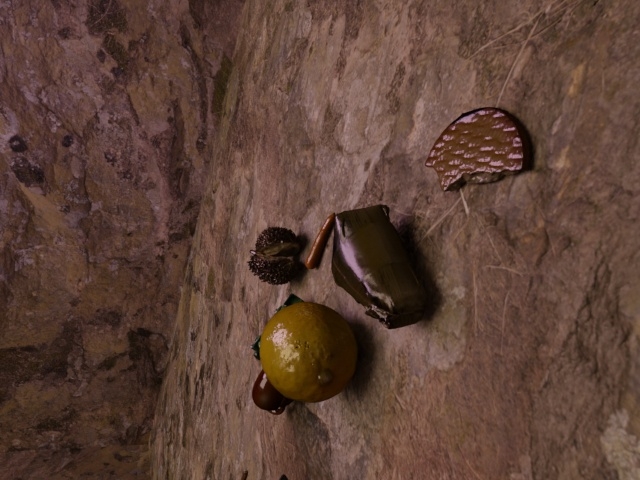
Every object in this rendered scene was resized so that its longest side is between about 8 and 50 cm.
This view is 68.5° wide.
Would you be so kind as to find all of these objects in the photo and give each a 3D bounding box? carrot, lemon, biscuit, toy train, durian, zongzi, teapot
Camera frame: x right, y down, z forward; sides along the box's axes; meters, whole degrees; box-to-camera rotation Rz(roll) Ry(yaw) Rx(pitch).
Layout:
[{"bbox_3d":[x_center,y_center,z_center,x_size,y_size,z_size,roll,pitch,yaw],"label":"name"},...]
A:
[{"bbox_3d":[0.000,0.000,1.350,0.190,0.037,0.037,-68,29,22],"label":"carrot"},{"bbox_3d":[-0.029,0.260,1.113,0.263,0.236,0.235,31,111,44],"label":"lemon"},{"bbox_3d":[0.281,-0.151,0.841,0.176,0.031,0.228,-68,31,26],"label":"biscuit"},{"bbox_3d":[-0.123,0.256,1.373,0.200,0.083,0.132,-55,-5,-28],"label":"toy train"},{"bbox_3d":[-0.149,0.045,1.476,0.196,0.167,0.196,-14,59,25],"label":"durian"},{"bbox_3d":[0.107,0.110,1.026,0.300,0.145,0.273,103,153,-48],"label":"zongzi"},{"bbox_3d":[-0.111,0.423,1.339,0.135,0.178,0.252,33,129,20],"label":"teapot"}]

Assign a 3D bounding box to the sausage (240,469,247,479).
[{"bbox_3d":[-0.275,0.847,1.659,0.015,0.015,0.100,52,127,56],"label":"sausage"}]

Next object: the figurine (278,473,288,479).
[{"bbox_3d":[-0.112,0.769,1.176,0.140,0.265,0.193,12,130,32],"label":"figurine"}]
